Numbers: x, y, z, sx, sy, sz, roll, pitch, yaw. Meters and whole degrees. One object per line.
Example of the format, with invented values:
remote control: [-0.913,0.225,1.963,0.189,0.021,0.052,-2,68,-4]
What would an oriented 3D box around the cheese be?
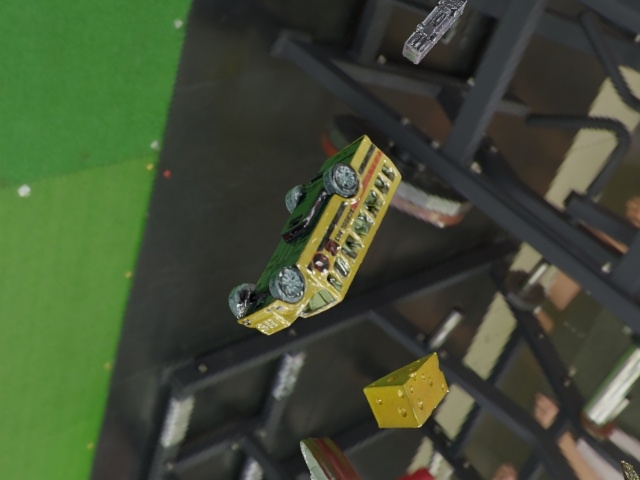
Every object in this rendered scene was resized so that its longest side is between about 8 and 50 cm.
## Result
cheese: [0.195,0.298,2.104,0.171,0.093,0.126,-25,-174,-39]

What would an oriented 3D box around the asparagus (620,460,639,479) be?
asparagus: [0.368,0.325,1.052,0.022,0.233,0.023,-19,157,-30]

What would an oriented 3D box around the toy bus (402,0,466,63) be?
toy bus: [0.182,-0.340,1.672,0.131,0.037,0.052,-50,170,-18]

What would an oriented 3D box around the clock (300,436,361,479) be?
clock: [0.045,0.471,1.732,0.080,0.318,0.318,-26,147,-13]

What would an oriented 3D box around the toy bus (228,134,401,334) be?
toy bus: [0.000,0.000,1.501,0.121,0.123,0.336,-27,-152,48]
